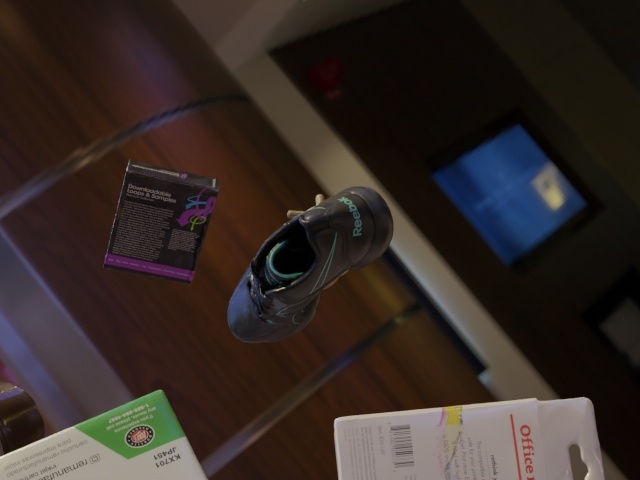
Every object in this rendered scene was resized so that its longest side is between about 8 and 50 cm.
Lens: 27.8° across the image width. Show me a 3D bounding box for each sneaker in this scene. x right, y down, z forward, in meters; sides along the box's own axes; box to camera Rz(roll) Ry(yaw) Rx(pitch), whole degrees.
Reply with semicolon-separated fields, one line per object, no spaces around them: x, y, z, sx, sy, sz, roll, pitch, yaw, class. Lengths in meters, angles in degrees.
-0.039;0.029;1.344;0.106;0.101;0.267;-15;-22;-43;sneaker

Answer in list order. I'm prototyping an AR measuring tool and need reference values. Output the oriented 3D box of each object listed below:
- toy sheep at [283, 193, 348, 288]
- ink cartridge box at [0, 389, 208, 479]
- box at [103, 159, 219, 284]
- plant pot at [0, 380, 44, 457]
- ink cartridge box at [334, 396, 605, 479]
0.000;0.000;1.590;0.091;0.132;0.091;-2;-25;-1;toy sheep
-0.145;0.242;0.988;0.153;0.208;0.087;-22;-33;-17;ink cartridge box
-0.199;-0.020;1.611;0.029;0.116;0.162;-91;17;-49;box
-0.416;0.242;1.530;0.167;0.167;0.165;-41;-5;11;plant pot
0.113;0.187;0.989;0.198;0.115;0.067;-5;-16;-1;ink cartridge box
